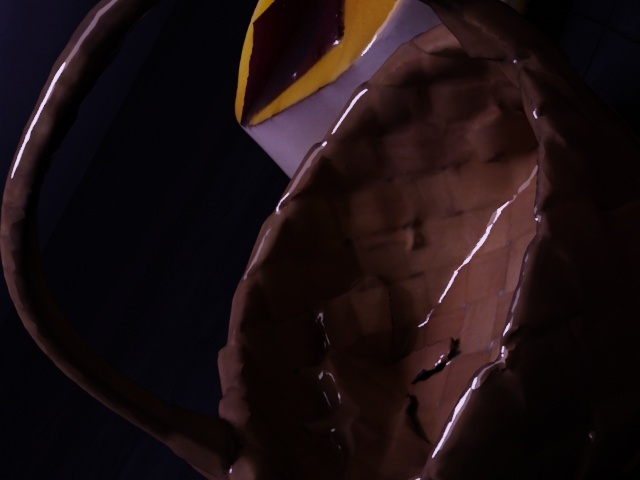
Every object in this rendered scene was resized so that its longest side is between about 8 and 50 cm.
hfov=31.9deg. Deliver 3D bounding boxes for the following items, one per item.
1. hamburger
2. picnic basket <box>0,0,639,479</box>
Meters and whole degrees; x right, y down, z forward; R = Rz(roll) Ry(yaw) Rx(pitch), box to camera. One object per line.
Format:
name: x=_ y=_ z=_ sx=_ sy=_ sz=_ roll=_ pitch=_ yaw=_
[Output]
hamburger: x=0.049 y=-0.158 z=0.902 sx=0.295 sy=0.151 sz=0.227 roll=-15 pitch=56 yaw=54
picnic basket: x=0.000 y=0.000 z=0.564 sx=0.293 sy=0.337 sz=0.337 roll=-56 pitch=21 yaw=15
